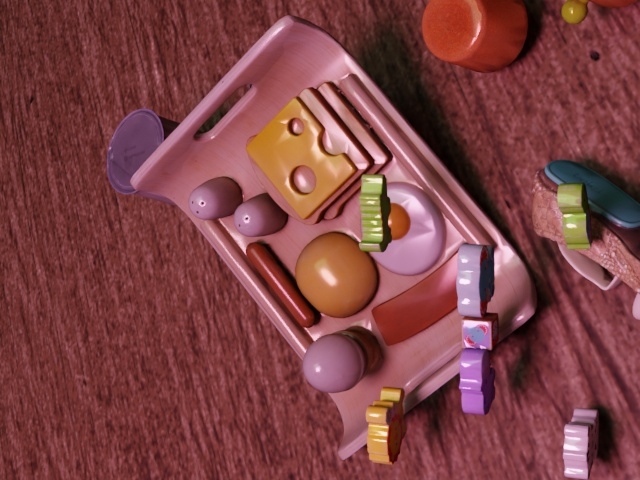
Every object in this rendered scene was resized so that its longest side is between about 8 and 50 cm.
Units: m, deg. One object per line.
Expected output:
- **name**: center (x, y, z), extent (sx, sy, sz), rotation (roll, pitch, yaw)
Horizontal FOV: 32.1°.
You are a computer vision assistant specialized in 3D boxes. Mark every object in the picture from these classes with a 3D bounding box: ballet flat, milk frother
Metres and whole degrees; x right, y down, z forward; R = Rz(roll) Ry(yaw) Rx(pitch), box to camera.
- **ballet flat**: center (0.228, 0.015, 0.790), extent (0.206, 0.073, 0.067), rotation (45, 137, 43)
- **milk frother**: center (-0.113, -0.103, 1.076), extent (0.129, 0.135, 0.143), rotation (-14, 70, 39)

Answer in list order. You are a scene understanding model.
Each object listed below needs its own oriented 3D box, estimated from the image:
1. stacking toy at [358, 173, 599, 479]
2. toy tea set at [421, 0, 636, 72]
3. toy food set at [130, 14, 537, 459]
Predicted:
- **stacking toy**: center (0.110, 0.063, 0.799), extent (0.167, 0.052, 0.221), rotation (1, 105, 23)
- **toy tea set**: center (0.212, -0.258, 0.848), extent (0.336, 0.124, 0.200), rotation (-24, 81, 38)
- **toy food set**: center (0.000, 0.000, 0.910), extent (0.220, 0.092, 0.306), rotation (-43, 81, 27)
